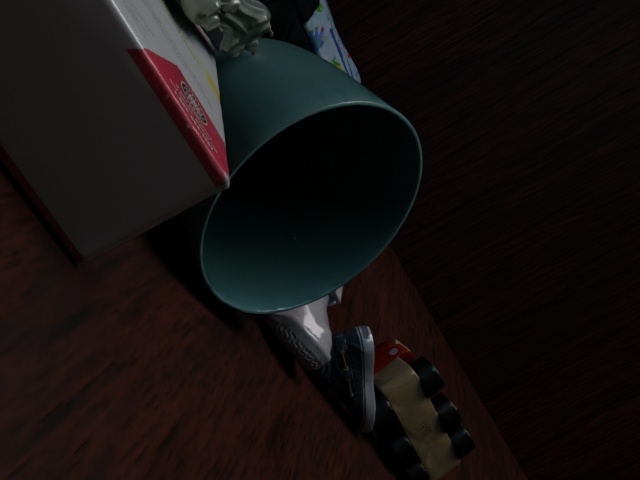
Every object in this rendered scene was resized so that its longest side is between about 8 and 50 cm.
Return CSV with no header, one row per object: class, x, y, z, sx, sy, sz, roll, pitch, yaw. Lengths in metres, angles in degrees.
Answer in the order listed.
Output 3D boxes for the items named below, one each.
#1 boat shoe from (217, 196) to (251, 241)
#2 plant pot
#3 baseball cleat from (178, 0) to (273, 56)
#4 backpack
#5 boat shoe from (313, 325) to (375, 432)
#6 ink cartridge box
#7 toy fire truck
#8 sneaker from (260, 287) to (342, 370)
boat shoe,-0.104,0.006,1.608,0.184,0.066,0.063,63,19,14
plant pot,-0.066,-0.101,1.488,0.235,0.293,0.293,50,0,37
baseball cleat,-0.109,-0.256,1.319,0.109,0.072,0.206,55,3,8
backpack,-0.069,-0.228,1.896,0.273,0.290,0.355,-75,143,-55
boat shoe,0.030,0.197,1.777,0.065,0.083,0.183,-108,-168,-55
ink cartridge box,-0.226,-0.195,1.206,0.279,0.160,0.384,57,8,-24
toy fire truck,0.120,0.232,1.989,0.246,0.158,0.217,37,-20,54
sneaker,0.000,0.000,1.731,0.137,0.210,0.366,53,11,-41
